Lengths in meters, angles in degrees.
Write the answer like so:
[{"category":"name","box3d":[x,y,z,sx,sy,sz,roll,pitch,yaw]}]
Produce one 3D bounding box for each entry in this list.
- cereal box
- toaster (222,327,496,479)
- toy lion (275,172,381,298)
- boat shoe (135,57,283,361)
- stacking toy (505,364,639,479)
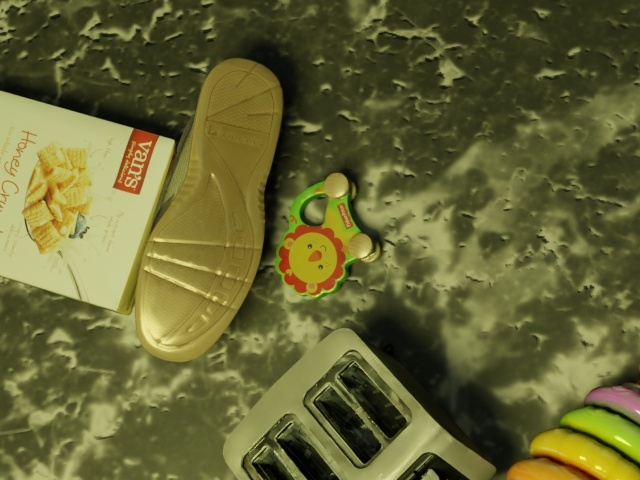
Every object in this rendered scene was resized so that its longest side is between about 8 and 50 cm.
[{"category":"cereal box","box3d":[-0.268,-0.043,1.445,0.240,0.047,0.173,15,82,13]},{"category":"toaster","box3d":[0.029,0.182,1.291,0.168,0.110,0.185,-45,53,3]},{"category":"toy lion","box3d":[0.000,0.000,1.398,0.096,0.034,0.100,-24,75,13]},{"category":"boat shoe","box3d":[-0.102,-0.024,1.389,0.103,0.092,0.285,13,79,-7]},{"category":"stacking toy","box3d":[0.249,0.182,1.268,0.166,0.175,0.302,32,72,17]}]
